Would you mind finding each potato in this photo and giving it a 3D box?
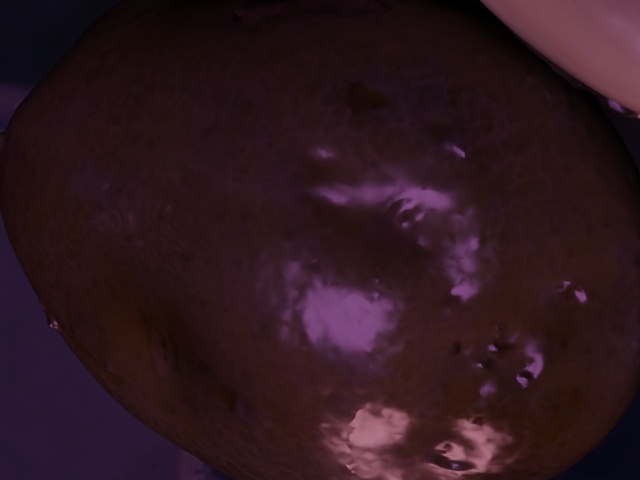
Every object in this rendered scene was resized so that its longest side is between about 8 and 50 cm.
[{"bbox_3d":[0.000,0.000,0.649,0.235,0.160,0.178,22,97,14],"label":"potato"}]

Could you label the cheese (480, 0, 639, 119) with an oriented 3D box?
[{"bbox_3d":[0.049,-0.135,0.602,0.251,0.127,0.054,31,162,12],"label":"cheese"}]
